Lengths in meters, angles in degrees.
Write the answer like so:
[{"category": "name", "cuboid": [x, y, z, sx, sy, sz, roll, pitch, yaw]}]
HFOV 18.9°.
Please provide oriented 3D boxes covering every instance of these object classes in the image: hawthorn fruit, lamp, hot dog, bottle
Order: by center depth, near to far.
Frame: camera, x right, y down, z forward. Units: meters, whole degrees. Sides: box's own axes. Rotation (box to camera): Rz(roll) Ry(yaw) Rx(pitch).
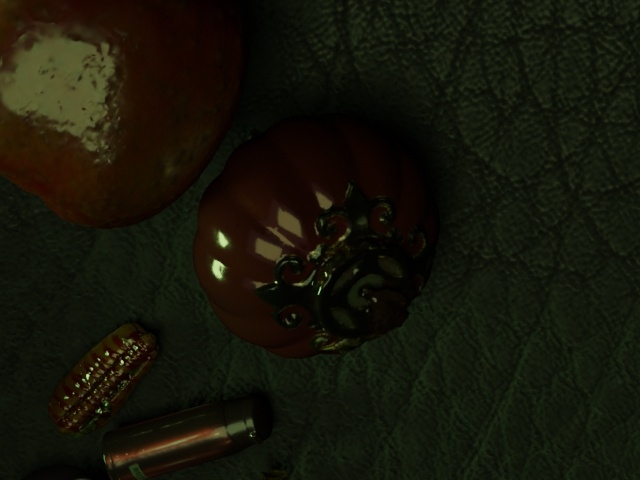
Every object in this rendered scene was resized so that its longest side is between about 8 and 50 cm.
[{"category": "hawthorn fruit", "cuboid": [-0.192, -0.172, 1.649, 0.275, 0.275, 0.300, 25, 96, 3]}, {"category": "lamp", "cuboid": [0.000, 0.000, 1.681, 0.227, 0.227, 0.227, 3, 108, 10]}, {"category": "bottle", "cuboid": [-0.126, 0.189, 1.851, 0.164, 0.060, 0.060, -17, 103, 16]}, {"category": "hot dog", "cuboid": [-0.209, 0.136, 1.859, 0.062, 0.038, 0.144, 44, 110, -4]}]

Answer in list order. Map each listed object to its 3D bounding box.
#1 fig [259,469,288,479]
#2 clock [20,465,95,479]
[{"category": "fig", "cuboid": [-0.098, 0.344, 1.869, 0.151, 0.151, 0.259, 10, 84, 8]}, {"category": "clock", "cuboid": [-0.241, 0.295, 1.908, 0.110, 0.050, 0.153, -15, 104, 16]}]
